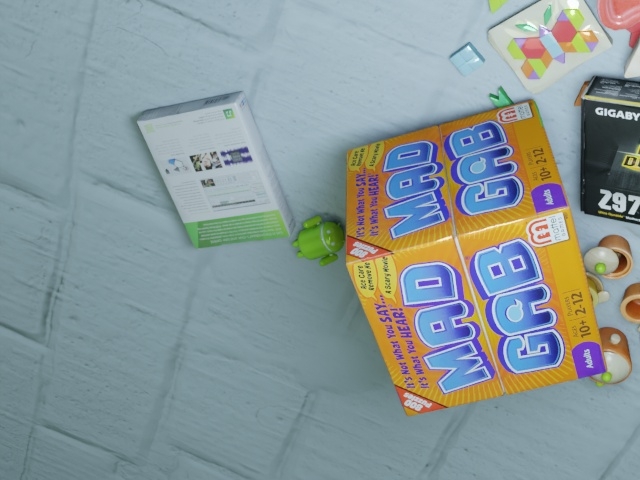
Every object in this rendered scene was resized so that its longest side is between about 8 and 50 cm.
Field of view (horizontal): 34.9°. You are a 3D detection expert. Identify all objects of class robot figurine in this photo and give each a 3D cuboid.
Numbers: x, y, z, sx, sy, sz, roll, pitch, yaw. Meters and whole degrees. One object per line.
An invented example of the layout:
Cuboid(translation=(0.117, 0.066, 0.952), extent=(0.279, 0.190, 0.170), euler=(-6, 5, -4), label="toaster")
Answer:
Cuboid(translation=(0.000, 0.000, 2.105), extent=(0.115, 0.067, 0.101), euler=(-18, 98, 29), label="robot figurine")

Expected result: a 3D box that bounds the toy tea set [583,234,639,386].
Cuboid(translation=(0.572, 0.152, 1.984), extent=(0.200, 0.124, 0.336), euler=(-19, 117, 30), label="toy tea set")

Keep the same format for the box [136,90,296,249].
Cuboid(translation=(-0.209, -0.136, 2.087), extent=(0.232, 0.058, 0.322), euler=(-7, 121, 23), label="box")

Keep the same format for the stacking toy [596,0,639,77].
Cuboid(translation=(0.597, -0.398, 1.604), extent=(0.309, 0.130, 0.279), euler=(-1, 147, 18), label="stacking toy")

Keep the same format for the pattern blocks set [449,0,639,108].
Cuboid(translation=(0.396, -0.343, 1.746), extent=(0.285, 0.026, 0.325), euler=(38, 128, -10), label="pattern blocks set")

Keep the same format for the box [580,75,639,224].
Cuboid(translation=(0.608, -0.133, 1.733), extent=(0.322, 0.079, 0.257), euler=(14, 137, 27), label="box")

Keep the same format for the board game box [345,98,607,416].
Cuboid(translation=(0.265, 0.029, 1.793), extent=(0.356, 0.356, 0.356), euler=(-15, 123, 11), label="board game box")
